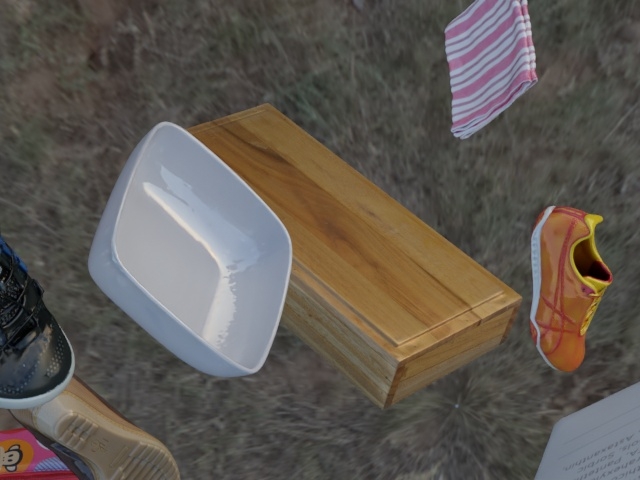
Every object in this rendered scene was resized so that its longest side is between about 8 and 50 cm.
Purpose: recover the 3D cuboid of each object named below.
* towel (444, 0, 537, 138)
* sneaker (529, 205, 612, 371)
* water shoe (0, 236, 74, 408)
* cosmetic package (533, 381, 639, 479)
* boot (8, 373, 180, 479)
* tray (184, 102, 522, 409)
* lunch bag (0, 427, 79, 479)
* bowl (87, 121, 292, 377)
[{"bbox_3d":[0.210,-0.239,1.798,0.029,0.144,0.197,19,51,-30],"label":"towel"},{"bbox_3d":[0.225,0.051,1.270,0.067,0.175,0.064,14,42,30],"label":"sneaker"},{"bbox_3d":[-0.191,0.010,0.724,0.203,0.080,0.073,50,53,-21],"label":"water shoe"},{"bbox_3d":[0.324,0.271,0.875,0.327,0.393,0.329,-31,100,30],"label":"cosmetic package"},{"bbox_3d":[-0.260,0.184,1.495,0.090,0.248,0.207,-45,46,-10],"label":"boot"},{"bbox_3d":[0.000,0.000,1.562,0.411,0.203,0.076,38,131,29],"label":"tray"},{"bbox_3d":[-0.343,0.355,1.785,0.258,0.293,0.120,-4,43,4],"label":"lunch bag"},{"bbox_3d":[-0.087,0.012,0.919,0.053,0.142,0.142,-28,123,35],"label":"bowl"}]
